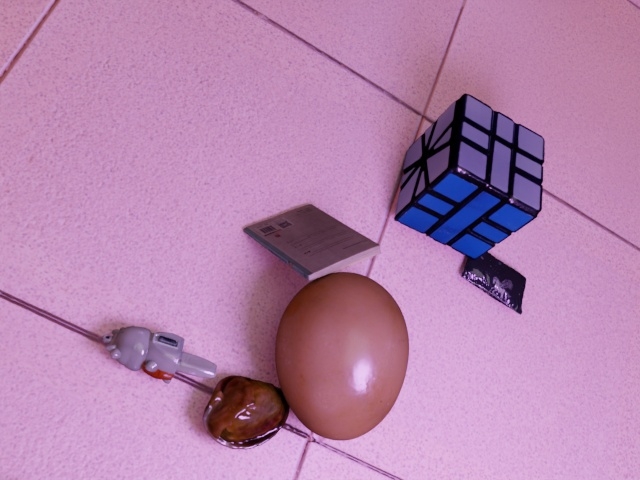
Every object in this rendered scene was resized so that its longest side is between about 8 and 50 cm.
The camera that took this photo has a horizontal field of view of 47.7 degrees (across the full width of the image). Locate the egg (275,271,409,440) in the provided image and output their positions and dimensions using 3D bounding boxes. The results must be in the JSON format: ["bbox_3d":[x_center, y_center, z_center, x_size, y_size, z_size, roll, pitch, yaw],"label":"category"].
[{"bbox_3d":[0.046,0.255,1.626,0.301,0.301,0.373,20,67,-18],"label":"egg"}]

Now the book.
[{"bbox_3d":[-0.025,-0.004,1.735,0.215,0.283,0.025,-21,126,-29],"label":"book"}]

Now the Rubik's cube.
[{"bbox_3d":[0.398,-0.167,1.934,0.284,0.288,0.293,23,52,-16],"label":"Rubik's cube"}]

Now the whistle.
[{"bbox_3d":[-0.346,0.247,1.559,0.253,0.106,0.101,18,56,-12],"label":"whistle"}]

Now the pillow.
[{"bbox_3d":[0.492,0.105,2.033,0.208,0.055,0.141,32,51,-12],"label":"pillow"}]

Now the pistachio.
[{"bbox_3d":[-0.158,0.370,1.591,0.210,0.130,0.165,-10,74,-36],"label":"pistachio"}]
